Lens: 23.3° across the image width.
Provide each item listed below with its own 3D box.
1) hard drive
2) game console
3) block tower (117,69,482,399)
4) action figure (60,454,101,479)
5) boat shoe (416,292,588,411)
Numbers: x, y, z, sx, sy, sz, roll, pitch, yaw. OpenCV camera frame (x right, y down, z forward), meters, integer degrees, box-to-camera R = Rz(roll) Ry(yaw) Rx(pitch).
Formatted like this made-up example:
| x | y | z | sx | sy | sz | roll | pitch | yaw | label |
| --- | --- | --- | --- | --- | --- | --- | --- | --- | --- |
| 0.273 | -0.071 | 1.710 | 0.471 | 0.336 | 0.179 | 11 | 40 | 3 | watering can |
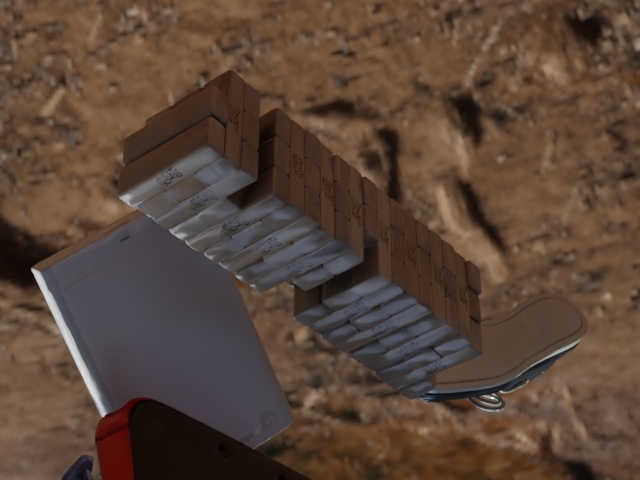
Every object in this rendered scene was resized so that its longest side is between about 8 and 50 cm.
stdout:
| x | y | z | sx | sy | sz | roll | pitch | yaw | label |
| --- | --- | --- | --- | --- | --- | --- | --- | --- | --- |
| -0.170 | 0.120 | 1.736 | 0.203 | 0.307 | 0.040 | -31 | -161 | -25 | hard drive |
| -0.069 | 0.353 | 1.624 | 0.060 | 0.342 | 0.387 | -39 | 130 | 23 | game console |
| 0.000 | 0.000 | 1.196 | 0.097 | 0.091 | 0.335 | -27 | 134 | 30 | block tower |
| -0.193 | 0.363 | 1.694 | 0.099 | 0.285 | 0.185 | -49 | 140 | -3 | action figure |
| 0.173 | 0.123 | 1.615 | 0.254 | 0.095 | 0.079 | -22 | 148 | -42 | boat shoe |
